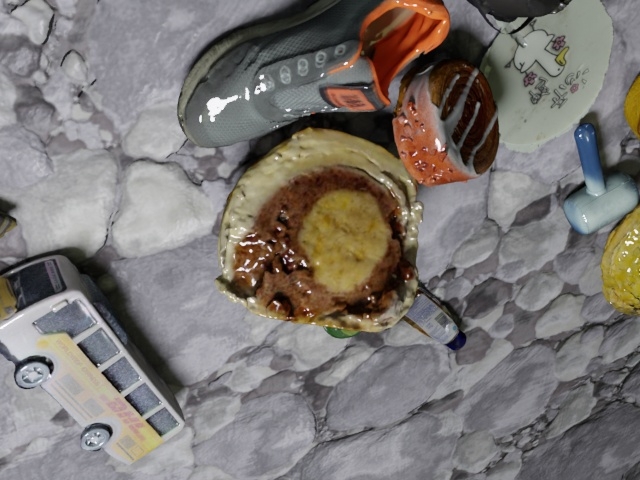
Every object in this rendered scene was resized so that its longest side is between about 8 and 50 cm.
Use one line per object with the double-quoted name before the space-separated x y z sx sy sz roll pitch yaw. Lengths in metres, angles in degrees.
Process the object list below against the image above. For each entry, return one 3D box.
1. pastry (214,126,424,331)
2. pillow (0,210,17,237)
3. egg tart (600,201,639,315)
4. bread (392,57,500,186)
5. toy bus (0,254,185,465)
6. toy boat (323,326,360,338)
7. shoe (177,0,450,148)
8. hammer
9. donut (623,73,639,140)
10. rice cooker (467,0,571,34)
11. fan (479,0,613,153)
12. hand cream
"pastry" -0.006 -0.008 1.180 0.255 0.170 0.237 10 80 -15
"pillow" -0.442 -0.036 1.010 0.113 0.038 0.203 -40 133 10
"egg tart" 0.606 0.027 1.574 0.293 0.123 0.294 -14 130 -18
"bread" 0.158 -0.145 1.166 0.160 0.073 0.161 6 83 -50
"toy bus" -0.298 0.164 1.208 0.138 0.097 0.343 -30 135 -6
"toy boat" 0.045 0.055 1.338 0.104 0.052 0.210 -12 129 -23
"shoe" 0.007 -0.182 1.042 0.336 0.171 0.132 -33 135 -1
"hammer" 0.411 -0.101 1.406 0.116 0.069 0.194 -29 129 -3
"donut" 0.524 -0.216 1.374 0.178 0.065 0.162 -38 139 2
"rice cooker" 0.216 -0.334 1.060 0.142 0.118 0.203 -49 129 -13
"fan" 0.253 -0.267 1.218 0.233 0.012 0.414 -49 133 6
"hand cream" 0.174 0.124 1.482 0.062 0.039 0.163 -42 128 11
